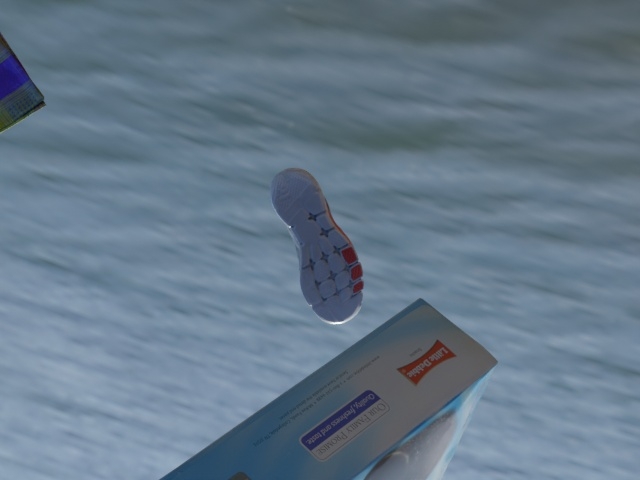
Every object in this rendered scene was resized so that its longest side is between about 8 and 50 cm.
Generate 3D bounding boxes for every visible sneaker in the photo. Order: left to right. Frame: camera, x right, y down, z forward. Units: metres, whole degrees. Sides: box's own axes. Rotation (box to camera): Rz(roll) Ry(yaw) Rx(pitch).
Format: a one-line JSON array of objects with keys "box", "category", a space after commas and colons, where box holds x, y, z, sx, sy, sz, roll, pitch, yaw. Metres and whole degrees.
[{"box": [0.000, 0.000, 1.480, 0.061, 0.158, 0.065, -18, -167, 3], "category": "sneaker"}]

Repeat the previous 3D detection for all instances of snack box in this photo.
[{"box": [-0.027, 0.189, 0.838, 0.060, 0.187, 0.322, 41, 140, 21], "category": "snack box"}]

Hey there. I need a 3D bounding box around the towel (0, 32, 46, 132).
[{"box": [-0.252, -0.121, 1.185, 0.083, 0.060, 0.009, 54, 168, 13], "category": "towel"}]
